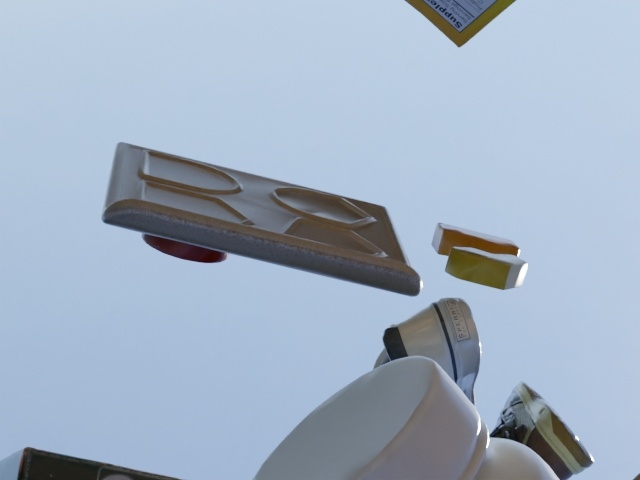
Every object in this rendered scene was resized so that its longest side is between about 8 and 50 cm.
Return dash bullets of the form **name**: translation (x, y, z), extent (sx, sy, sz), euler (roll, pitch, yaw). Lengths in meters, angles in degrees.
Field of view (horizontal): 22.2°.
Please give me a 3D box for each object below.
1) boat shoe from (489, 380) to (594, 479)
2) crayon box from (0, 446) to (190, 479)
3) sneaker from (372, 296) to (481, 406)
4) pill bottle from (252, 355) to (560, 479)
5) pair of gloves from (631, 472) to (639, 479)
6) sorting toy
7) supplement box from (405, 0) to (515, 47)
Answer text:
- **boat shoe**: translation (0.185, 0.182, 1.472), extent (0.073, 0.080, 0.223), euler (-35, -177, -2)
- **crayon box**: translation (-0.186, 0.241, 1.325), extent (0.318, 0.202, 0.081), euler (149, -48, -62)
- **sneaker**: translation (0.091, 0.132, 1.508), extent (0.091, 0.258, 0.094), euler (-12, -124, -5)
- **pill bottle**: translation (0.120, 0.270, 1.146), extent (0.204, 0.361, 0.204), euler (-37, -166, 11)
- **pair of gloves**: translation (0.107, 0.139, 0.675), extent (0.204, 0.042, 0.240), euler (-33, 165, 0)
- **sorting toy**: translation (0.000, 0.000, 1.145), extent (0.307, 0.041, 0.229), euler (14, -169, -8)
- **supplement box**: translation (0.203, -0.402, 1.724), extent (0.356, 0.194, 0.195), euler (-37, -162, 53)
